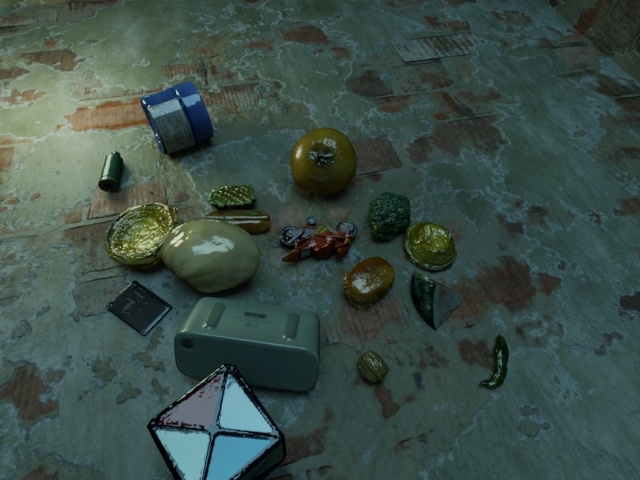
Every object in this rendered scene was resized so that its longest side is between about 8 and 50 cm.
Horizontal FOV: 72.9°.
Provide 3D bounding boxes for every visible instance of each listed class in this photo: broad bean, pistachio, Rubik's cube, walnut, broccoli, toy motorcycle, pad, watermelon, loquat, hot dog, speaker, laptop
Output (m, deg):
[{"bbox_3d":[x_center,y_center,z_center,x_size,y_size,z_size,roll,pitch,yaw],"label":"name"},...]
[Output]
[{"bbox_3d":[0.560,0.383,1.358,0.061,0.046,0.195,28,59,13],"label":"broad bean"},{"bbox_3d":[-0.360,0.051,1.436,0.320,0.238,0.229,6,13,-7],"label":"pistachio"},{"bbox_3d":[-0.247,0.507,1.092,0.250,0.246,0.248,-34,63,-25],"label":"Rubik's cube"},{"bbox_3d":[0.157,0.384,1.314,0.079,0.082,0.096,-39,62,5],"label":"walnut"},{"bbox_3d":[0.256,-0.092,1.631,0.195,0.156,0.196,8,77,-34],"label":"broccoli"},{"bbox_3d":[0.000,-0.001,1.575,0.297,0.089,0.171,-7,56,-8],"label":"toy motorcycle"},{"bbox_3d":[-0.336,-0.150,1.678,0.157,0.003,0.112,-18,34,-27],"label":"pad"},{"bbox_3d":[0.380,0.191,1.490,0.202,0.136,0.207,32,17,-25],"label":"watermelon"},{"bbox_3d":[0.011,-0.307,1.702,0.262,0.263,0.263,2,54,-2],"label":"loquat"},{"bbox_3d":[-0.311,-0.076,1.624,0.249,0.068,0.100,-2,53,-5],"label":"hot dog"},{"bbox_3d":[-0.200,0.296,1.275,0.405,0.183,0.184,7,30,1],"label":"speaker"},{"bbox_3d":[-0.596,0.219,1.425,0.180,0.016,0.129,30,58,16],"label":"laptop"}]

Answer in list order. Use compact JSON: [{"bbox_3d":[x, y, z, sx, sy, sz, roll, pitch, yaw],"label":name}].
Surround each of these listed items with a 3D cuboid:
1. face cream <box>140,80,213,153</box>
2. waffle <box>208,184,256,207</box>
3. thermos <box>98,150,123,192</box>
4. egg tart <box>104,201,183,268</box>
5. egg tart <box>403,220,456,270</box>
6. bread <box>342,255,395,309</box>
[{"bbox_3d":[-0.601,-0.510,1.813,0.225,0.249,0.249,-26,60,-20],"label":"face cream"},{"bbox_3d":[-0.342,-0.173,1.679,0.183,0.036,0.169,-5,31,-5],"label":"waffle"},{"bbox_3d":[-0.839,-0.282,1.747,0.073,0.083,0.188,11,49,-23],"label":"thermos"},{"bbox_3d":[-0.614,-0.018,1.539,0.290,0.107,0.291,-4,57,7],"label":"egg tart"},{"bbox_3d":[0.409,0.008,1.596,0.212,0.090,0.213,2,58,-4],"label":"egg tart"},{"bbox_3d":[0.165,0.139,1.476,0.190,0.114,0.132,-36,66,-20],"label":"bread"}]
